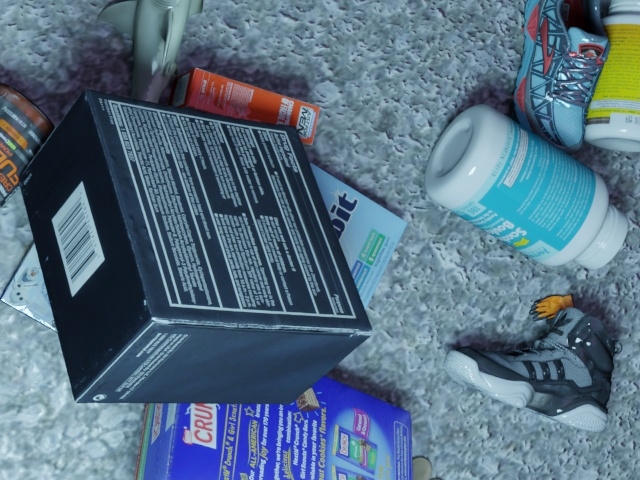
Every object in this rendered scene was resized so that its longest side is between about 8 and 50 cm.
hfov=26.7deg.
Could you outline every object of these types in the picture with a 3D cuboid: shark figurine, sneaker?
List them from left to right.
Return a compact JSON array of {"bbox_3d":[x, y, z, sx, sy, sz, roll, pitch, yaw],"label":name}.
[{"bbox_3d":[-0.226,-0.229,1.631,0.116,0.166,0.278,18,96,5],"label":"shark figurine"},{"bbox_3d":[0.292,0.153,1.812,0.268,0.101,0.153,22,85,-26],"label":"sneaker"},{"bbox_3d":[0.332,-0.244,1.830,0.104,0.125,0.262,3,83,-22],"label":"sneaker"}]

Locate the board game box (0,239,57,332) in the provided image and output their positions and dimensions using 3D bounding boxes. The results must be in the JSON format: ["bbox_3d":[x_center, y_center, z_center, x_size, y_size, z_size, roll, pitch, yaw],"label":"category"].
[{"bbox_3d":[-0.320,0.054,1.605,0.090,0.020,0.090,33,76,-18],"label":"board game box"}]

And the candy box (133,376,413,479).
[{"bbox_3d":[-0.052,0.271,1.575,0.317,0.122,0.268,27,37,-19],"label":"candy box"}]

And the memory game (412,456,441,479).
[{"bbox_3d":[0.091,0.365,1.770,0.186,0.012,0.186,1,87,-23],"label":"memory game"}]

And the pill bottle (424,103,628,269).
[{"bbox_3d":[0.280,-0.060,1.795,0.264,0.146,0.146,29,77,-18],"label":"pill bottle"}]

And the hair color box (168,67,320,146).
[{"bbox_3d":[-0.096,-0.160,1.669,0.167,0.093,0.053,14,83,-21],"label":"hair color box"}]

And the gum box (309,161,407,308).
[{"bbox_3d":[0.000,0.000,1.731,0.184,0.041,0.157,31,77,-18],"label":"gum box"}]

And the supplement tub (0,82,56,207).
[{"bbox_3d":[-0.396,-0.078,1.533,0.106,0.106,0.198,43,73,-16],"label":"supplement tub"}]

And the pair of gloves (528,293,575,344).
[{"bbox_3d":[0.327,0.119,1.881,0.074,0.010,0.083,-10,93,-23],"label":"pair of gloves"}]

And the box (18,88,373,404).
[{"bbox_3d":[-0.141,0.018,1.496,0.294,0.183,0.296,6,52,-39],"label":"box"}]

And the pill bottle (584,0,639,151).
[{"bbox_3d":[0.435,-0.238,1.883,0.117,0.117,0.215,10,84,-22],"label":"pill bottle"}]
